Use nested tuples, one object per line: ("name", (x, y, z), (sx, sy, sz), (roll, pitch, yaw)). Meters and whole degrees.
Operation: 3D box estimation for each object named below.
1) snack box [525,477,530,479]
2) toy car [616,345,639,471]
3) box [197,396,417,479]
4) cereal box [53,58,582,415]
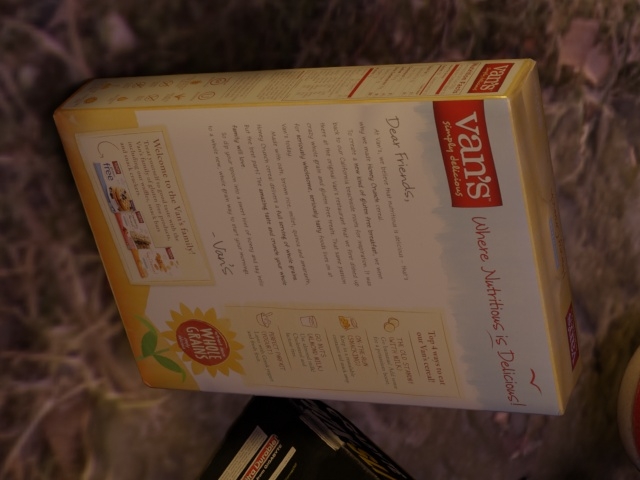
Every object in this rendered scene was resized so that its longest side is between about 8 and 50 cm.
("snack box", (0.158, 0.245, 1.033), (0.064, 0.022, 0.178), (-37, 123, -10))
("toy car", (0.328, 0.131, 0.922), (0.210, 0.238, 0.219), (22, 84, -30))
("box", (-0.036, 0.267, 0.791), (0.079, 0.257, 0.322), (34, 90, -34))
("cereal box", (0.000, 0.000, 0.731), (0.047, 0.240, 0.173), (-54, 138, -51))
